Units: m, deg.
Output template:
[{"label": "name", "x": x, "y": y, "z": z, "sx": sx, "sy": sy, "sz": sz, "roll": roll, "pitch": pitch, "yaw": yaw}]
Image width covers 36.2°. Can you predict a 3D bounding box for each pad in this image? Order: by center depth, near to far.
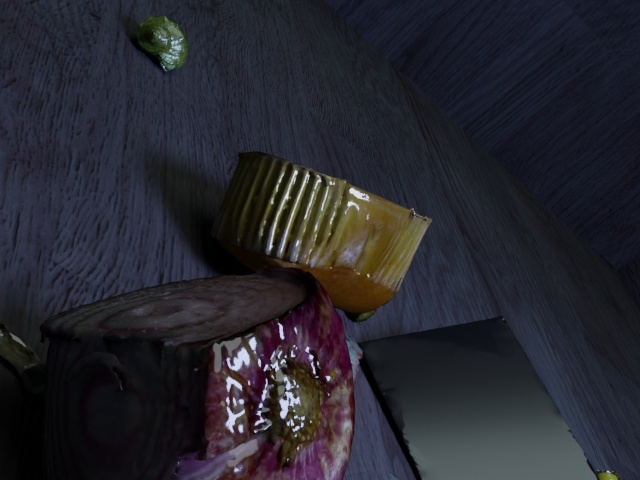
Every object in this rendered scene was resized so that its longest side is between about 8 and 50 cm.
[{"label": "pad", "x": 0.226, "y": 0.264, "z": 1.309, "sx": 0.247, "sy": 0.007, "sz": 0.368, "roll": -9, "pitch": 52, "yaw": -24}]

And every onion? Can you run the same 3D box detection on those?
[{"label": "onion", "x": -0.088, "y": 0.151, "z": 0.761, "sx": 0.256, "sy": 0.272, "sz": 0.231, "roll": -14, "pitch": 95, "yaw": -29}]

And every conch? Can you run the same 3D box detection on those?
[{"label": "conch", "x": -0.248, "y": -0.309, "z": 1.556, "sx": 0.121, "sy": 0.074, "sz": 0.089, "roll": 38, "pitch": 40, "yaw": -84}]

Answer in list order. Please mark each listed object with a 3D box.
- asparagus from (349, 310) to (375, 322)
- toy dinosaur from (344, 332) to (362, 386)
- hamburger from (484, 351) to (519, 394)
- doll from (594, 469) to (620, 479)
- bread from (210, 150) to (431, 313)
[{"label": "asparagus", "x": 0.028, "y": 0.045, "z": 1.478, "sx": 0.045, "sy": 0.041, "sz": 0.178, "roll": 32, "pitch": 23, "yaw": -57}, {"label": "toy dinosaur", "x": 0.023, "y": 0.156, "z": 1.232, "sx": 0.167, "sy": 0.053, "sz": 0.242, "roll": 43, "pitch": 10, "yaw": -33}, {"label": "hamburger", "x": 0.271, "y": 0.247, "z": 1.484, "sx": 0.189, "sy": 0.122, "sz": 0.215, "roll": 42, "pitch": 16, "yaw": -9}, {"label": "doll", "x": 0.401, "y": 0.438, "z": 1.427, "sx": 0.142, "sy": 0.135, "sz": 0.221, "roll": 11, "pitch": 34, "yaw": -5}, {"label": "bread", "x": 0.000, "y": 0.000, "z": 1.280, "sx": 0.204, "sy": 0.156, "sz": 0.288, "roll": 19, "pitch": -1, "yaw": 43}]
